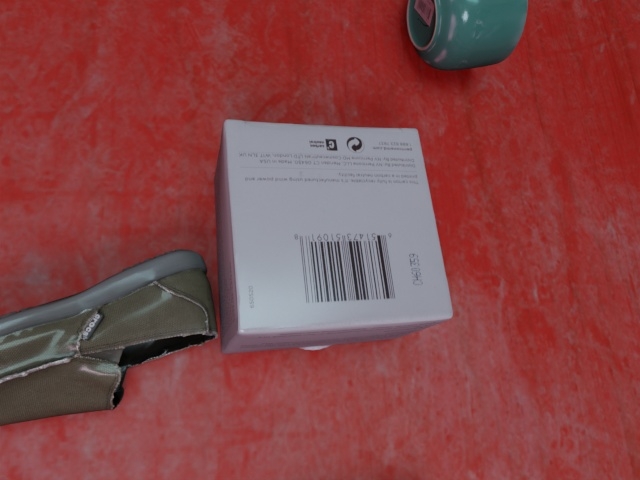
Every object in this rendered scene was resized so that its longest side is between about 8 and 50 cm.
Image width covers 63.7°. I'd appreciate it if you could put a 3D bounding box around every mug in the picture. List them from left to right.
[{"bbox_3d":[0.157,-0.269,0.619,0.097,0.158,0.129,-13,99,-15],"label":"mug"}]

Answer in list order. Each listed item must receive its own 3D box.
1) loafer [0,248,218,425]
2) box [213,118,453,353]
[{"bbox_3d":[-0.187,0.092,0.389,0.251,0.094,0.087,-28,77,-24],"label":"loafer"},{"bbox_3d":[0.000,0.000,0.467,0.181,0.119,0.182,-1,71,-18],"label":"box"}]
